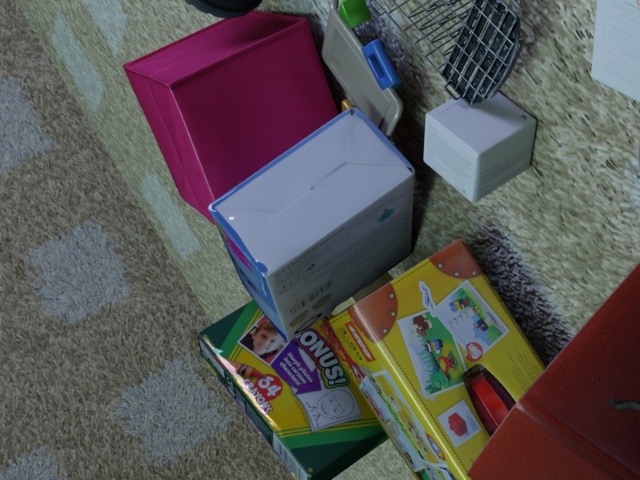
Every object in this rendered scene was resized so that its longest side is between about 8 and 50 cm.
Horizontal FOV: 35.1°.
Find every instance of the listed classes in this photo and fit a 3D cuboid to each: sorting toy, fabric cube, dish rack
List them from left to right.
[{"bbox_3d":[-0.137,-0.208,1.668,0.259,0.254,0.258,32,148,60],"label":"fabric cube"},{"bbox_3d":[0.067,-0.239,1.464,0.196,0.047,0.347,60,171,8],"label":"sorting toy"},{"bbox_3d":[0.144,-0.300,1.200,0.271,0.074,0.208,51,159,14],"label":"dish rack"}]

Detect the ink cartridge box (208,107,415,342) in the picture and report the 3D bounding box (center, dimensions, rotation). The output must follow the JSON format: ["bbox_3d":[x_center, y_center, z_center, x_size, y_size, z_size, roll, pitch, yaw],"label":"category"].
[{"bbox_3d":[0.000,0.000,1.592,0.151,0.270,0.395,51,170,21],"label":"ink cartridge box"}]

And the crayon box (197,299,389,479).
[{"bbox_3d":[-0.005,0.246,1.937,0.363,0.313,0.106,47,156,26],"label":"crayon box"}]

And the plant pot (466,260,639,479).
[{"bbox_3d":[0.367,0.225,1.189,0.236,0.267,0.267,40,155,17],"label":"plant pot"}]

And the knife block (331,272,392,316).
[{"bbox_3d":[0.088,0.097,1.845,0.242,0.088,0.275,28,143,52],"label":"knife block"}]

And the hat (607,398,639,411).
[{"bbox_3d":[0.449,0.137,0.942,0.331,0.331,0.133,17,96,60],"label":"hat"}]

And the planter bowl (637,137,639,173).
[{"bbox_3d":[0.387,-0.072,0.911,0.162,0.109,0.162,48,157,28],"label":"planter bowl"}]

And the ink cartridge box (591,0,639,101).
[{"bbox_3d":[0.315,-0.225,0.927,0.109,0.062,0.209,40,152,39],"label":"ink cartridge box"}]

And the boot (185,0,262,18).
[{"bbox_3d":[-0.131,-0.505,1.319,0.367,0.146,0.445,48,154,-14],"label":"boot"}]

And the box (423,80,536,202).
[{"bbox_3d":[0.198,-0.124,1.271,0.102,0.101,0.087,45,155,31],"label":"box"}]

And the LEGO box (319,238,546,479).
[{"bbox_3d":[0.230,0.279,1.553,0.500,0.193,0.372,57,169,4],"label":"LEGO box"}]
